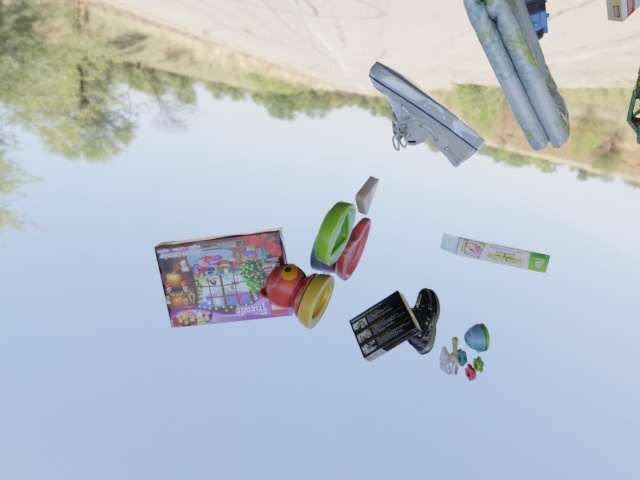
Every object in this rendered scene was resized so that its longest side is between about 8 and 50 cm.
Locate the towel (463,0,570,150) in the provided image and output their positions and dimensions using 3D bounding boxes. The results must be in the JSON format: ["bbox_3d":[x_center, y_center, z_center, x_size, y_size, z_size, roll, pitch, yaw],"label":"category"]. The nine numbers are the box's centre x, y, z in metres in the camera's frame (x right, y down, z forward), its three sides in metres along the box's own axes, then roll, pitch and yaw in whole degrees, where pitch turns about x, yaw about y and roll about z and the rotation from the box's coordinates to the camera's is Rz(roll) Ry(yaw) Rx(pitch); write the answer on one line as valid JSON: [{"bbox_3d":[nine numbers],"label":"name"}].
[{"bbox_3d":[0.432,-0.398,1.184,0.090,0.374,0.320,-24,-164,30],"label":"towel"}]

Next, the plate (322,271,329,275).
[{"bbox_3d":[0.042,0.022,1.498,0.024,0.188,0.188,26,-162,9],"label":"plate"}]

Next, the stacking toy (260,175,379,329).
[{"bbox_3d":[0.000,0.000,1.182,0.131,0.279,0.309,22,-145,16],"label":"stacking toy"}]

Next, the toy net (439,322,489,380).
[{"bbox_3d":[0.355,0.293,1.349,0.045,0.232,0.122,-4,-118,-12],"label":"toy net"}]

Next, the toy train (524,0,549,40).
[{"bbox_3d":[0.592,-0.641,1.523,0.080,0.105,0.184,-5,144,24],"label":"toy train"}]

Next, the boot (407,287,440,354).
[{"bbox_3d":[0.284,0.219,1.722,0.179,0.085,0.236,33,-131,-23],"label":"boot"}]

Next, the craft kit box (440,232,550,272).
[{"bbox_3d":[0.489,0.031,1.573,0.247,0.060,0.250,14,-176,2],"label":"craft kit box"}]

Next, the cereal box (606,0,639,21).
[{"bbox_3d":[0.756,-0.655,1.276,0.047,0.240,0.173,37,167,47],"label":"cereal box"}]

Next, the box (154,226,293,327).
[{"bbox_3d":[-0.217,0.086,1.263,0.294,0.200,0.057,-7,-168,7],"label":"box"}]

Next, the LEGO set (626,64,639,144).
[{"bbox_3d":[0.992,-0.417,1.507,0.192,0.331,0.255,6,-161,14],"label":"LEGO set"}]

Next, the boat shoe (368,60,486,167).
[{"bbox_3d":[0.230,-0.280,1.333,0.367,0.156,0.135,25,-154,-33],"label":"boat shoe"}]

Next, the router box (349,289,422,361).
[{"bbox_3d":[0.183,0.245,1.571,0.046,0.179,0.133,36,-155,-49],"label":"router box"}]
